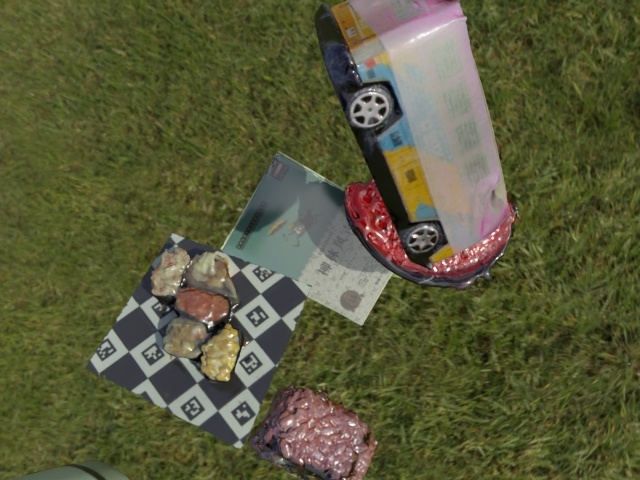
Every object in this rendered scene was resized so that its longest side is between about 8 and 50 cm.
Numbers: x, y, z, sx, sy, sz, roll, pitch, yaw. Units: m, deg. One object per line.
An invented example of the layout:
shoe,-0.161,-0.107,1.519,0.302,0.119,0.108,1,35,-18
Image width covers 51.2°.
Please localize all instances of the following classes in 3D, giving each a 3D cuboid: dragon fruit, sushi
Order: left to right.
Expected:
sushi,-0.197,0.139,1.086,0.294,0.059,0.292,21,67,11
sushi,-0.015,0.453,1.467,0.270,0.236,0.170,34,57,-4
dragon fruit,0.230,-0.028,1.357,0.344,0.100,0.281,-14,82,-4

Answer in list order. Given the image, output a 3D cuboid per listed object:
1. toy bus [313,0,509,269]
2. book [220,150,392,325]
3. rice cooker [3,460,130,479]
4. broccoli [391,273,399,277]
toy bus,0.138,-0.137,0.871,0.163,0.386,0.171,-20,42,10
book,0.000,0.000,1.525,0.380,0.031,0.264,28,98,-11
rice cooker,-0.253,0.313,0.578,0.226,0.244,0.225,-5,82,35
broccoli,0.241,-0.014,1.763,0.254,0.269,0.268,-21,71,43
